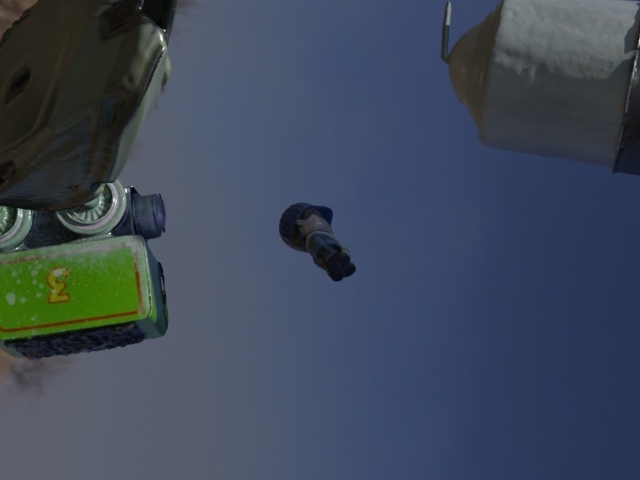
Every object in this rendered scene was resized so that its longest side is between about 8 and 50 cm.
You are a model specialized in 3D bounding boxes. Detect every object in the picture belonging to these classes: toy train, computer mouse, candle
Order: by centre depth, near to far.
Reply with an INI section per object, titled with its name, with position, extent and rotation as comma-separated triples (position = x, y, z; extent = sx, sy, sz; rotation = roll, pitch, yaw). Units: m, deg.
[computer mouse]
position = -0.266, -0.152, 1.137
extent = 0.429, 0.145, 0.228
rotation = -23, -126, 45
[candle]
position = 0.309, -0.205, 1.310
extent = 0.221, 0.343, 0.221
rotation = 9, 90, -77
[toy train]
position = -0.365, 0.038, 1.458
extent = 0.173, 0.307, 0.249
rotation = 89, -8, -74

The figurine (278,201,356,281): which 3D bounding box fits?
[figurine]
position = -0.008, 0.005, 1.410
extent = 0.077, 0.079, 0.136
rotation = 58, 7, -47
